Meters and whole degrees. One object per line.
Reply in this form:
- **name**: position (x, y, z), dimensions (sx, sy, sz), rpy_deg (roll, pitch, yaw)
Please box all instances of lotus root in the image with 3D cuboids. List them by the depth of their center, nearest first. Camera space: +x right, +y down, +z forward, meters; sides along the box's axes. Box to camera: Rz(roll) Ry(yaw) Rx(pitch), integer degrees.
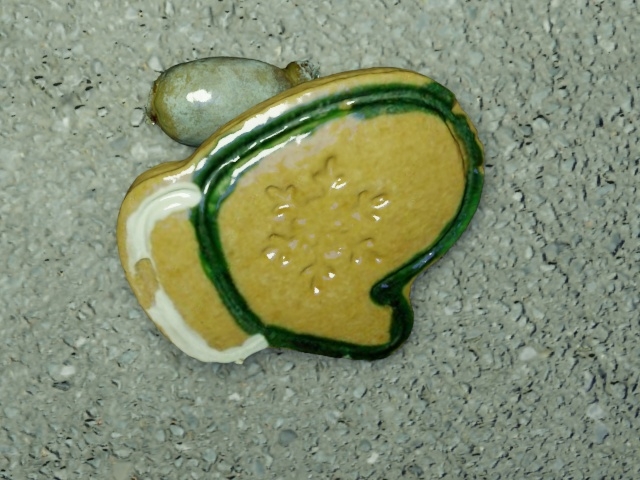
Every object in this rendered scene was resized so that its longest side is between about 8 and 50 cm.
- **lotus root**: position (-0.079, -0.127, 0.980), dimensions (0.165, 0.088, 0.088), rpy_deg (-7, 102, -14)

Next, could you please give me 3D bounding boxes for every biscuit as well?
- **biscuit**: position (0.000, 0.001, 0.985), dimensions (0.344, 0.057, 0.287), rpy_deg (-26, 118, -5)
